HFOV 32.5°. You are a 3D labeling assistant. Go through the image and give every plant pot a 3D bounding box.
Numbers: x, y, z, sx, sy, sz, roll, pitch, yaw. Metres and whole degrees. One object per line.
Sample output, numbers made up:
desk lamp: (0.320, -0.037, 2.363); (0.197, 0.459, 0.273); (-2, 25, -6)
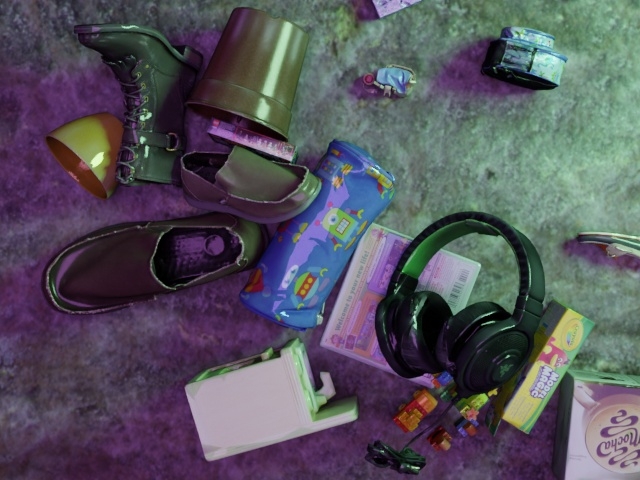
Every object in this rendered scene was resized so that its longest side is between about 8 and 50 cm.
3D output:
plant pot: (-0.100, -0.253, 1.660); (0.167, 0.167, 0.165); (19, 86, 2)
plant pot: (-0.345, -0.143, 1.698); (0.134, 0.134, 0.095); (43, 71, 1)

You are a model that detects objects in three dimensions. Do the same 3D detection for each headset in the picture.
headset: (0.171, 0.142, 1.578); (0.243, 0.185, 0.394); (10, 80, 43)

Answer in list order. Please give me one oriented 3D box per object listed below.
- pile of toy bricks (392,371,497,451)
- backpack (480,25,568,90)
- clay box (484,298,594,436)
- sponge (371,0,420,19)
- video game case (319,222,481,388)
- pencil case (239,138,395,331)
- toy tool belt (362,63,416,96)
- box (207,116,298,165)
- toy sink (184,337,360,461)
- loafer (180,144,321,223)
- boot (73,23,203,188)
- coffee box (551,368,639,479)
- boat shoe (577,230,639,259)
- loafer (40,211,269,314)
pile of toy bricks: (0.222, 0.239, 1.672); (0.212, 0.105, 0.118); (-43, 104, 0)
backpack: (0.313, -0.276, 1.658); (0.114, 0.105, 0.084); (18, 94, -3)
clay box: (0.327, 0.201, 1.666); (0.053, 0.127, 0.222); (29, 94, 1)
sponge: (0.104, -0.461, 1.698); (0.117, 0.031, 0.210); (-23, 91, 4)
video game case: (0.125, 0.101, 1.725); (0.193, 0.023, 0.212); (21, 94, 2)
pencil case: (0.000, 0.000, 1.679); (0.133, 0.119, 0.306); (30, 94, -10)
toy tool belt: (0.106, -0.248, 1.696); (0.083, 0.051, 0.052); (8, 93, 3)
box: (-0.102, -0.148, 1.690); (0.137, 0.094, 0.027); (19, 86, 3)
toy sink: (-0.071, 0.231, 1.677); (0.234, 0.153, 0.131); (-16, 91, 5)
loafer: (-0.116, -0.088, 1.642); (0.251, 0.087, 0.094); (4, 49, 31)
boot: (-0.272, -0.193, 1.637); (0.091, 0.263, 0.229); (8, 87, 38)
coffee box: (0.515, 0.297, 1.663); (0.297, 0.119, 0.168); (6, 92, 3)
boat shoe: (0.462, 0.010, 1.692); (0.137, 0.049, 0.043); (7, 95, -2)
loafer: (-0.265, 0.025, 1.689); (0.366, 0.130, 0.133); (-17, 91, 4)
